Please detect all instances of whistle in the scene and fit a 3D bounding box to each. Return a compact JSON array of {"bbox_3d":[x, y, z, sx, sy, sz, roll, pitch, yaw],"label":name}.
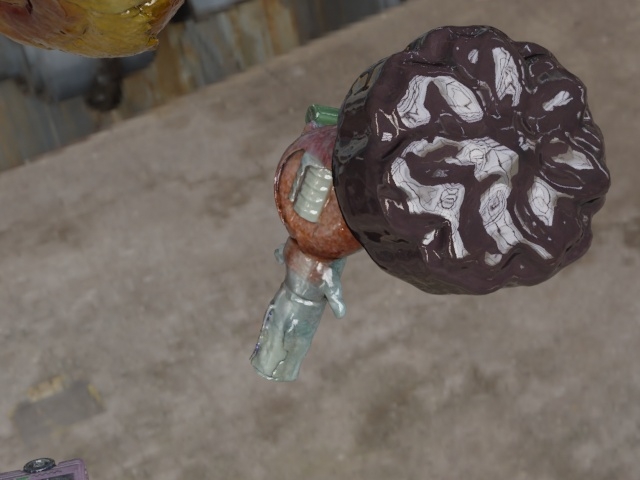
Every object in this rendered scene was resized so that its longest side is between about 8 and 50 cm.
[{"bbox_3d":[-0.001,0.000,1.584,0.142,0.346,0.134,27,23,15],"label":"whistle"}]

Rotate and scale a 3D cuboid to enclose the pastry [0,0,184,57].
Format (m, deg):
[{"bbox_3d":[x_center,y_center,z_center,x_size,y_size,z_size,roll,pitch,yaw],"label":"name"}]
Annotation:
[{"bbox_3d":[-0.279,-0.307,1.363,0.356,0.356,0.164,15,70,31],"label":"pastry"}]

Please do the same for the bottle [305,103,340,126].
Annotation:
[{"bbox_3d":[0.024,-0.145,1.735,0.083,0.030,0.030,7,28,-29],"label":"bottle"}]

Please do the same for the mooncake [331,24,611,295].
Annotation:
[{"bbox_3d":[0.157,-0.080,1.448,0.283,0.283,0.141,-30,5,-23],"label":"mooncake"}]

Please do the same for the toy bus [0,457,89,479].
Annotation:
[{"bbox_3d":[-0.321,0.285,1.411,0.199,0.096,0.108,-10,13,-11],"label":"toy bus"}]
